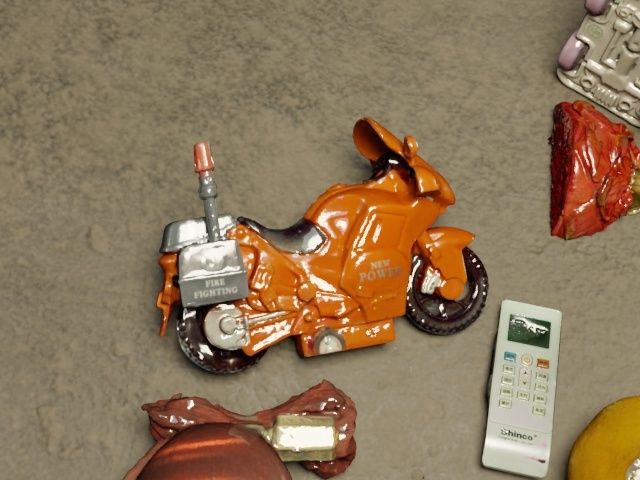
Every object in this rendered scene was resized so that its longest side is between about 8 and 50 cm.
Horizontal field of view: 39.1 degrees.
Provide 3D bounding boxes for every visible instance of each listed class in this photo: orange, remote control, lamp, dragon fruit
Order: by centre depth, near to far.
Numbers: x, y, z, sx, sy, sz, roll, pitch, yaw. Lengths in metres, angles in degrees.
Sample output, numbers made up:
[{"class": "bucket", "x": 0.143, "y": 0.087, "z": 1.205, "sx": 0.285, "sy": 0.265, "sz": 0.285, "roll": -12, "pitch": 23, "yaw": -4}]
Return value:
[{"class": "lamp", "x": -0.073, "y": 0.214, "z": 0.755, "sx": 0.215, "sy": 0.151, "sz": 0.223, "roll": 4, "pitch": 64, "yaw": -5}, {"class": "orange", "x": 0.291, "y": 0.212, "z": 0.781, "sx": 0.157, "sy": 0.134, "sz": 0.156, "roll": -4, "pitch": 74, "yaw": 13}, {"class": "remote control", "x": 0.191, "y": 0.140, "z": 0.863, "sx": 0.065, "sy": 0.029, "sz": 0.166, "roll": 11, "pitch": 62, "yaw": 4}, {"class": "dragon fruit", "x": 0.299, "y": -0.083, "z": 0.938, "sx": 0.106, "sy": 0.083, "sz": 0.162, "roll": 9, "pitch": 64, "yaw": -1}]

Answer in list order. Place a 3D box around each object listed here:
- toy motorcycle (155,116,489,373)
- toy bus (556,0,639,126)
[{"class": "toy motorcycle", "x": 0.000, "y": 0.000, "z": 0.859, "sx": 0.326, "sy": 0.148, "sz": 0.221, "roll": -9, "pitch": 90, "yaw": -13}, {"class": "toy bus", "x": 0.348, "y": -0.234, "z": 0.936, "sx": 0.142, "sy": 0.202, "sz": 0.142, "roll": 36, "pitch": 68, "yaw": 12}]
